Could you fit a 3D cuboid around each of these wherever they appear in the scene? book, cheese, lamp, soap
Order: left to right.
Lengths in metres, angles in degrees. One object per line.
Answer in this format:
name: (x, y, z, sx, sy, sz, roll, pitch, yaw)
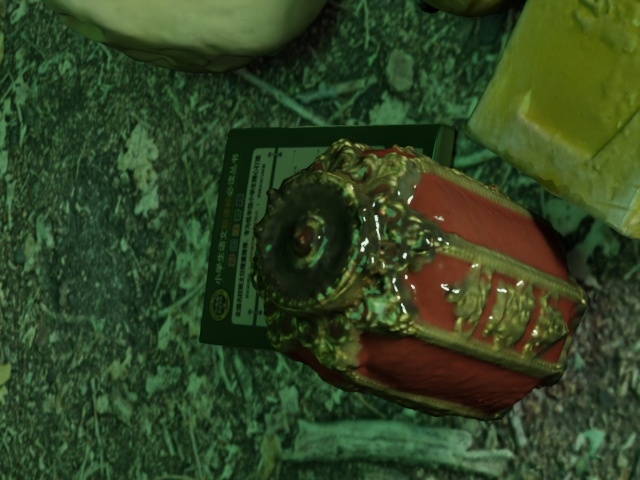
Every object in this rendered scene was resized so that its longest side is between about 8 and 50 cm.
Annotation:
cheese: (-0.117, -0.247, 1.565, 0.247, 0.251, 0.174, -1, 81, 31)
book: (0.000, 0.000, 1.511, 0.264, 0.027, 0.202, 2, 83, 46)
lamp: (0.073, 0.032, 1.246, 0.177, 0.274, 0.177, -13, 68, 34)
soap: (0.246, -0.171, 1.249, 0.199, 0.091, 0.315, 39, 109, 43)

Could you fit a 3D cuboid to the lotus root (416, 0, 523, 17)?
lotus root: (0.140, -0.252, 1.346, 0.214, 0.138, 0.138, -40, 54, 49)
